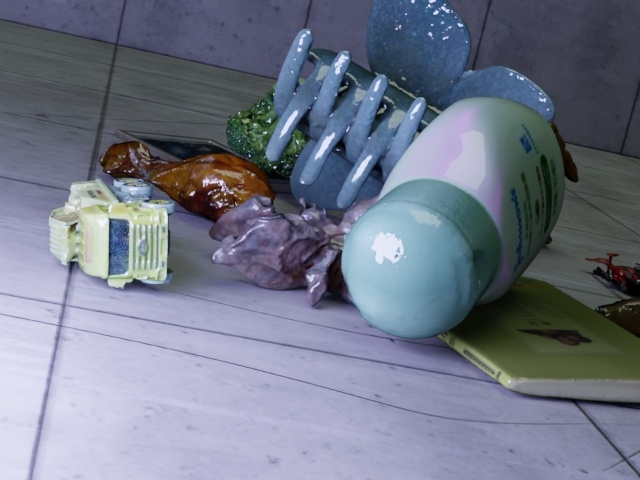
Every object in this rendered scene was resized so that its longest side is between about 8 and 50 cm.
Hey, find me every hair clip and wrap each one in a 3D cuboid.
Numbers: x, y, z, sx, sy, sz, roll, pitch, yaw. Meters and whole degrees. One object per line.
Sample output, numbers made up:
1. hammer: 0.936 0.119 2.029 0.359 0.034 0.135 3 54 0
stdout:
1. hair clip: 0.099 -0.138 1.747 0.318 0.392 0.238 35 22 18

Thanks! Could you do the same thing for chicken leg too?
1. chicken leg: -0.187 -0.083 1.737 0.304 0.093 0.113 17 23 37

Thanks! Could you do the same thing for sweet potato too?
1. sweet potato: 0.422 0.089 1.658 0.081 0.062 0.233 3 8 34

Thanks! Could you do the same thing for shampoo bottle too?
1. shampoo bottle: 0.141 -0.018 1.388 0.151 0.222 0.349 7 25 26

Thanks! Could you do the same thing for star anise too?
1. star anise: -0.005 0.000 1.471 0.257 0.111 0.198 2 27 -17

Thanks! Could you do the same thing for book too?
1. book: 0.222 0.099 1.446 0.239 0.035 0.352 5 15 -23

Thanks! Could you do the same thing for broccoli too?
1. broccoli: -0.053 -0.168 2.035 0.195 0.156 0.195 5 46 -6

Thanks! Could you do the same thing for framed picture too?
1. framed picture: -0.170 -0.123 2.076 0.209 0.019 0.281 2 18 -46

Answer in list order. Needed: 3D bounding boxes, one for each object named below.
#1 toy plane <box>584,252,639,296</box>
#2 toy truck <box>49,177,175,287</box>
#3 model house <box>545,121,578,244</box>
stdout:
1. toy plane: 0.432 0.050 1.898 0.060 0.037 0.145 0 19 -12
2. toy truck: -0.224 -0.013 1.354 0.116 0.085 0.191 -2 14 -21
3. model house: 0.276 -0.131 2.071 0.219 0.229 0.199 6 30 -25
